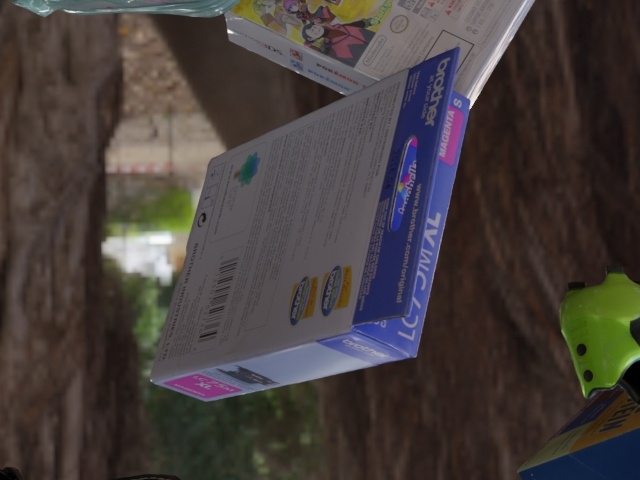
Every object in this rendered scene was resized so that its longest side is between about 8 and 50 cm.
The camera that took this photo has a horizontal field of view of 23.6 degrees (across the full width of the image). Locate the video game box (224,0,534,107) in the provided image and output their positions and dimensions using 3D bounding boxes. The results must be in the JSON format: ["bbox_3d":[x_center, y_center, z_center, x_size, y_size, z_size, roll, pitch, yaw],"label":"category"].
[{"bbox_3d":[0.060,-0.194,1.133,0.187,0.205,0.048,28,157,11],"label":"video game box"}]

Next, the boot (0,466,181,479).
[{"bbox_3d":[-0.164,0.086,0.656,0.236,0.178,0.085,-10,-166,-27],"label":"boot"}]

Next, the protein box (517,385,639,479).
[{"bbox_3d":[0.289,0.185,1.062,0.201,0.200,0.136,-31,-179,43],"label":"protein box"}]

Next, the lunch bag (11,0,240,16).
[{"bbox_3d":[-0.128,-0.257,1.027,0.108,0.224,0.279,14,178,-39],"label":"lunch bag"}]

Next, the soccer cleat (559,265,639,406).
[{"bbox_3d":[0.196,0.064,0.799,0.179,0.072,0.060,12,152,-32],"label":"soccer cleat"}]

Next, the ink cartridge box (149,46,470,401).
[{"bbox_3d":[0.000,0.000,1.033,0.065,0.186,0.311,24,156,-26],"label":"ink cartridge box"}]
